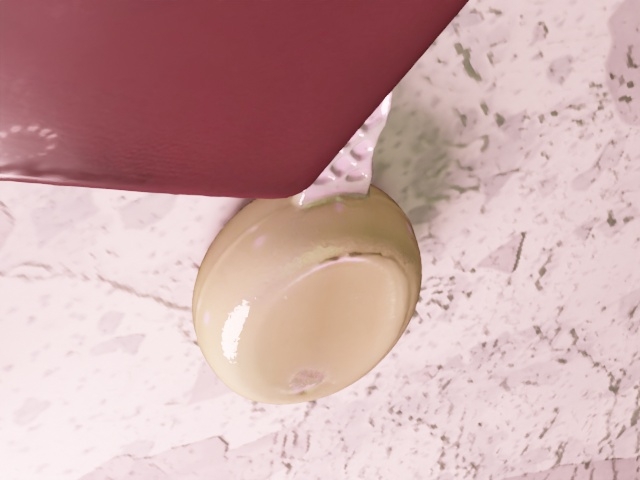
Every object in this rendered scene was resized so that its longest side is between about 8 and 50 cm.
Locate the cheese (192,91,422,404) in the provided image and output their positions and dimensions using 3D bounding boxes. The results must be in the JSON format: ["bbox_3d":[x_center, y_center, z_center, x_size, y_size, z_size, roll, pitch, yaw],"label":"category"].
[{"bbox_3d":[0.000,0.000,0.763,0.137,0.064,0.227,-10,136,-24],"label":"cheese"}]

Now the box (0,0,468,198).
[{"bbox_3d":[-0.064,-0.156,0.392,0.193,0.294,0.167,5,141,-34],"label":"box"}]
